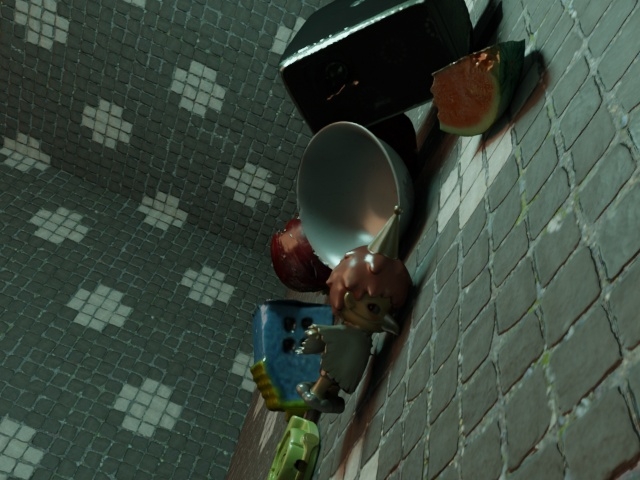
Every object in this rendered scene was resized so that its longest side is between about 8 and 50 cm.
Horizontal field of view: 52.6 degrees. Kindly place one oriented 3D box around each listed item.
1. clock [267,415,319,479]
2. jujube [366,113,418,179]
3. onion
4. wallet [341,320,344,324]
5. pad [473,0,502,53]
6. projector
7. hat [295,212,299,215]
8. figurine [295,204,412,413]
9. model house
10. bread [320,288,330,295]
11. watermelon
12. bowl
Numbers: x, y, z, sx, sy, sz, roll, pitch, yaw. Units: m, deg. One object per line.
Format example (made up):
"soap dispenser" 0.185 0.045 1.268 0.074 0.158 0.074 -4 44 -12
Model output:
"clock" -0.059 0.488 1.407 0.232 0.069 0.170 167 126 -84
"jujube" 0.141 -0.189 1.631 0.197 0.197 0.291 -87 10 -76
"onion" -0.009 0.035 1.896 0.276 0.276 0.276 -157 90 -85
"wallet" 0.090 0.138 1.582 0.118 0.038 0.153 -63 3 26
"pad" 0.362 -0.440 1.468 0.116 0.004 0.193 -73 8 -49
"projector" 0.145 -0.458 1.531 0.395 0.242 0.405 -19 30 26
"hat" -0.030 0.007 2.493 0.238 0.208 0.336 -71 6 -59
"figurine" 0.082 0.125 1.178 0.207 0.166 0.387 24 -85 -52
"model house" -0.074 0.307 1.648 0.237 0.215 0.304 127 149 -69
"bread" -0.009 0.029 2.124 0.252 0.238 0.196 -58 7 -5
"watermelon" 0.284 -0.269 1.066 0.146 0.128 0.231 -40 12 -16
"bowl" 0.107 -0.099 1.465 0.157 0.345 0.346 -13 -38 -39
